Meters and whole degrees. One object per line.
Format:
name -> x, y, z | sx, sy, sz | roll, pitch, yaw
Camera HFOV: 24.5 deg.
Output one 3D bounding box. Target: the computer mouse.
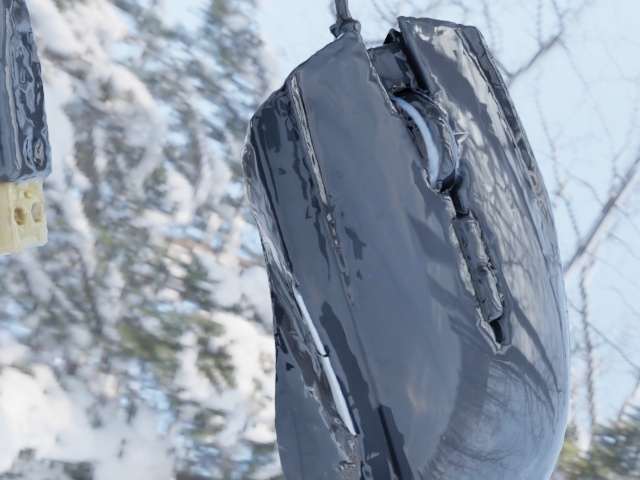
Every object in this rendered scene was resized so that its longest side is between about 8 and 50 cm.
computer mouse -> 0.000, 0.000, 0.409 | 0.060, 0.184, 0.262 | 13, -68, 52
